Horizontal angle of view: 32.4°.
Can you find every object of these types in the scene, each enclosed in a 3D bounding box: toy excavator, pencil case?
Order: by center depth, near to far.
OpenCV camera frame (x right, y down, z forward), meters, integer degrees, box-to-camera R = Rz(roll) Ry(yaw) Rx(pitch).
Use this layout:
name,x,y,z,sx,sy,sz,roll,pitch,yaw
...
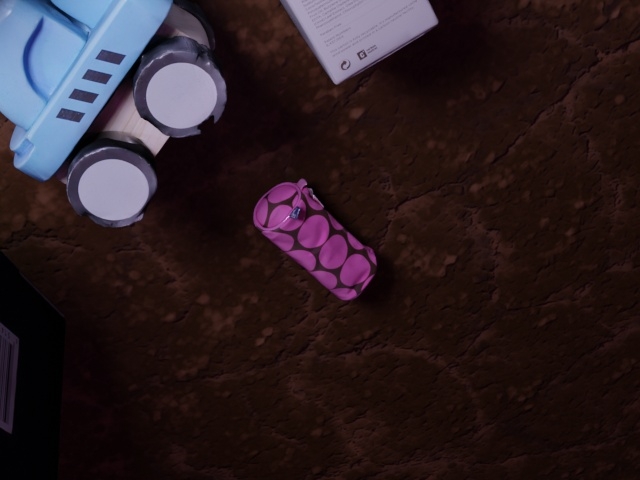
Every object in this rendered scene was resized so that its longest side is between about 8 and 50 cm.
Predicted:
name,x,y,z,sx,sy,sz,roll,pitch,yaw
toy excavator,-0.303,-0.294,1.244,0.445,0.222,0.433,30,110,-25
pencil case,0.000,0.000,1.626,0.098,0.095,0.209,-49,129,-1

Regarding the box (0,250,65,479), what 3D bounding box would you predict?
name,x,y,z,sx,sy,sz,roll,pitch,yaw
box,-0.592,0.160,1.234,0.472,0.297,0.480,-5,156,6

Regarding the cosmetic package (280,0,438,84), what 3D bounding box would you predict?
name,x,y,z,sx,sy,sz,roll,pitch,yaw
cosmetic package,-0.025,-0.386,1.263,0.155,0.197,0.365,-30,130,4
